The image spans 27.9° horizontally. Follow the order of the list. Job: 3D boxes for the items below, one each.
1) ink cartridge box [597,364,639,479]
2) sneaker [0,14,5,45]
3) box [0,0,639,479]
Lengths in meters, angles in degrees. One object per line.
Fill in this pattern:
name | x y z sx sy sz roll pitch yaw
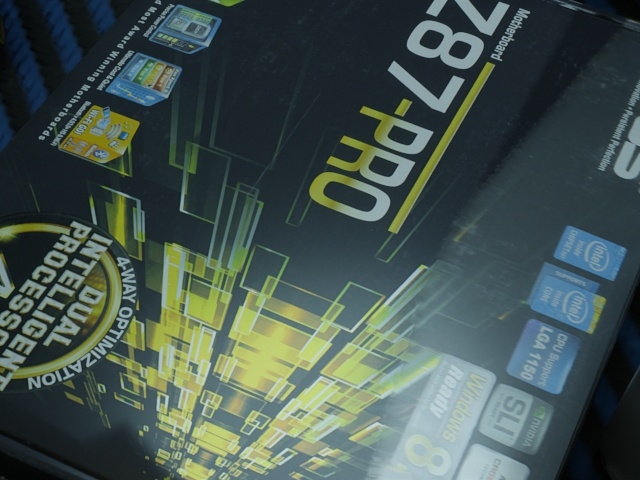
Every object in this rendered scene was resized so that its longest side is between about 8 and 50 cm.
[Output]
ink cartridge box | 0.346 0.038 0.576 0.395 0.270 0.151 -26 68 -7
sneaker | -0.271 -0.186 0.843 0.086 0.064 0.192 -23 63 -2
box | 0.000 0.000 0.668 0.318 0.097 0.395 23 54 13
